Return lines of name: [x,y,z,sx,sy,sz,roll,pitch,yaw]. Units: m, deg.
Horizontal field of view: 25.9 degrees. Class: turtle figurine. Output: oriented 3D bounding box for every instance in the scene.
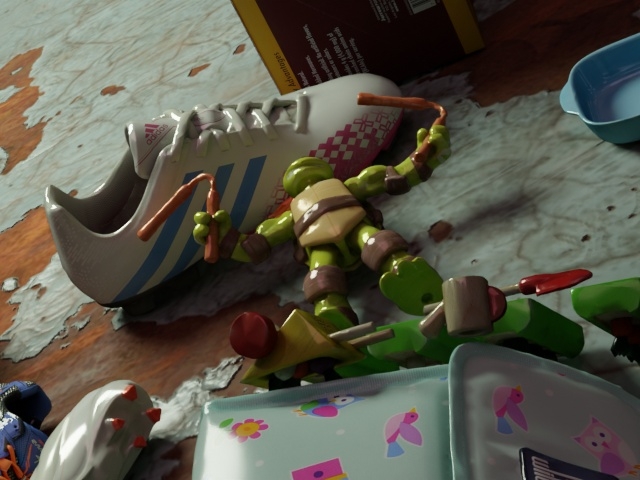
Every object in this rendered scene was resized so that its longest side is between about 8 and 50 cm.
turtle figurine: [0.000,0.000,1.084,0.269,0.087,0.217,-21,40,-2]

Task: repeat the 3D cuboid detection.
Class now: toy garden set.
toy garden set: [0.082,0.069,0.857,0.244,0.204,0.049,-13,72,25]

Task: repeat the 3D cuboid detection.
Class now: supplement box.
supplement box: [0.024,-0.247,1.300,0.194,0.191,0.129,-21,34,12]

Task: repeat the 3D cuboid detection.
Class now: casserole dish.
casserole dish: [0.282,-0.129,1.087,0.188,0.037,0.114,-21,34,15]

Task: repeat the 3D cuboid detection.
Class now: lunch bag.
lunch bag: [0.066,0.175,0.737,0.262,0.160,0.223,-11,31,8]

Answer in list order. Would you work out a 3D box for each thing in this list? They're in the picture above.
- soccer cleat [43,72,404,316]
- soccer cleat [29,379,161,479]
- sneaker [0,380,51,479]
soccer cleat: [-0.081,-0.068,1.185,0.331,0.143,0.116,-34,33,-7]
soccer cleat: [-0.183,0.182,1.007,0.076,0.068,0.196,-19,30,42]
sneaker: [-0.245,0.173,1.048,0.087,0.083,0.221,-22,35,3]
